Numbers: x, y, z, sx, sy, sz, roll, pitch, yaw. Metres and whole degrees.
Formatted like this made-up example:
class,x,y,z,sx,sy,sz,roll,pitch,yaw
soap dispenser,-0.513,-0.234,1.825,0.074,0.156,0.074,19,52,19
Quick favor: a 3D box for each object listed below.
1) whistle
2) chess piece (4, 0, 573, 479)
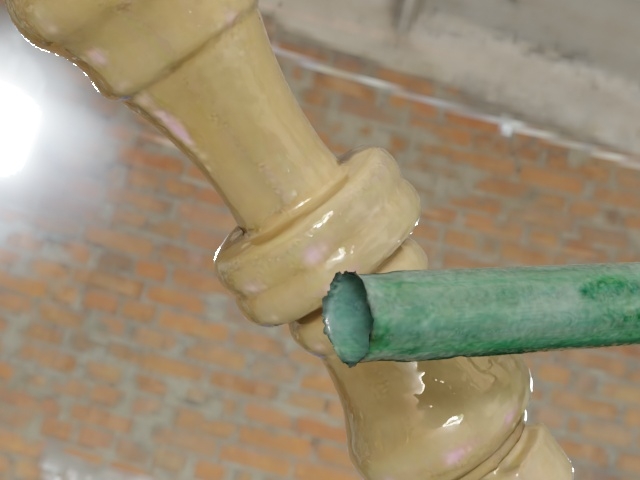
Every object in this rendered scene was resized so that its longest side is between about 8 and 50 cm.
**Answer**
class,x,y,z,sx,sy,sz,roll,pitch,yaw
whistle,0.090,0.027,0.650,0.186,0.039,0.039,-2,-15,-29
chess piece,0.000,0.000,0.749,0.117,0.117,0.397,-18,-69,51
